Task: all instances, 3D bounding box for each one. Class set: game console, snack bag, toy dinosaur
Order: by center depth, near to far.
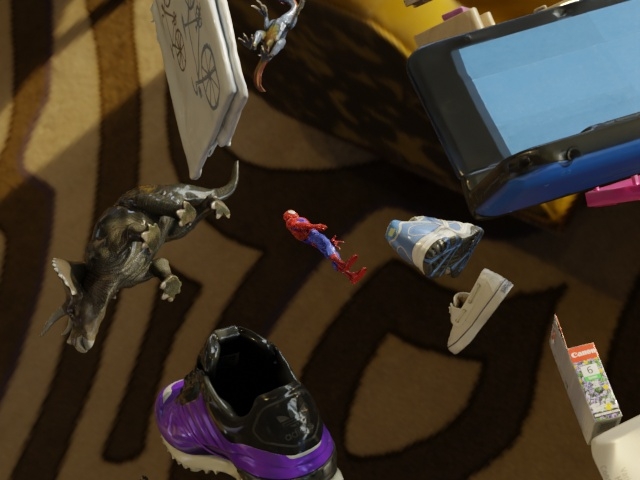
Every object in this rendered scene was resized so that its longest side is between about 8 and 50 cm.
[{"bbox_3d":[0.235,-0.139,0.935,0.293,0.250,0.173,-17,83,-5],"label":"game console"},{"bbox_3d":[-0.047,-0.205,1.188,0.047,0.090,0.082,27,40,11],"label":"toy dinosaur"},{"bbox_3d":[-0.214,-0.014,1.461,0.160,0.121,0.313,8,55,36],"label":"toy dinosaur"},{"bbox_3d":[-0.179,-0.278,1.754,0.037,0.342,0.323,-9,73,-18],"label":"snack bag"}]

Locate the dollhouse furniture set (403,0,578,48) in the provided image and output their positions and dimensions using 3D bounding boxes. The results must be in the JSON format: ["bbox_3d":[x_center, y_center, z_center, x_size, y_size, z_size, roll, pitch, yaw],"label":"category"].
[{"bbox_3d":[0.188,-0.349,1.319,0.198,0.286,0.303,-22,88,21],"label":"dollhouse furniture set"}]

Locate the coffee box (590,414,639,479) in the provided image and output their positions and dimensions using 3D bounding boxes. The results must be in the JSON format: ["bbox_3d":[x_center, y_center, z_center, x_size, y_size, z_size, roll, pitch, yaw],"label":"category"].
[{"bbox_3d":[0.440,0.250,0.866,0.334,0.338,0.338,-28,61,11],"label":"coffee box"}]

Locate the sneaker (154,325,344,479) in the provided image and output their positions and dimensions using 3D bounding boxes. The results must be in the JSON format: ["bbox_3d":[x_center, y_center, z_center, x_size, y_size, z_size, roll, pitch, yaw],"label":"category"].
[{"bbox_3d":[-0.077,0.141,1.107,0.102,0.146,0.293,-23,18,-26],"label":"sneaker"}]

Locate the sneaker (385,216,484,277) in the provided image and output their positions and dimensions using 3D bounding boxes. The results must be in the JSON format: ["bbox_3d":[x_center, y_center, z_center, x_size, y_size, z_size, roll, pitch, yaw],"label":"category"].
[{"bbox_3d":[0.152,0.000,1.594,0.081,0.211,0.080,31,98,21],"label":"sneaker"}]

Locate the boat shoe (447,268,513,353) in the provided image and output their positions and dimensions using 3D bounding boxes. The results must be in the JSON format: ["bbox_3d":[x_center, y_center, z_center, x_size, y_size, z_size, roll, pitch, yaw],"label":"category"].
[{"bbox_3d":[0.128,0.059,1.045,0.035,0.100,0.035,38,50,8],"label":"boat shoe"}]

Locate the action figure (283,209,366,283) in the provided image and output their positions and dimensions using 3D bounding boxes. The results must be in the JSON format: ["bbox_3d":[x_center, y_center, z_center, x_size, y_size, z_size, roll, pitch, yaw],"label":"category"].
[{"bbox_3d":[0.000,0.000,1.188,0.030,0.038,0.115,-50,50,-6],"label":"action figure"}]

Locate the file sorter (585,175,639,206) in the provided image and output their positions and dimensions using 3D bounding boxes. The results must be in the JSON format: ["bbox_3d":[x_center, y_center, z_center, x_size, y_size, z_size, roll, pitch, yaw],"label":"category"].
[{"bbox_3d":[0.461,-0.161,1.416,0.290,0.202,0.182,-8,98,59],"label":"file sorter"}]

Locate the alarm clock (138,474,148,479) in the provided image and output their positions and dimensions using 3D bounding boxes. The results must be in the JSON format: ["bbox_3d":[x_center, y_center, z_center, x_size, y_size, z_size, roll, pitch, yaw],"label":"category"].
[{"bbox_3d":[-0.240,0.298,1.130,0.192,0.129,0.064,-30,74,-38],"label":"alarm clock"}]

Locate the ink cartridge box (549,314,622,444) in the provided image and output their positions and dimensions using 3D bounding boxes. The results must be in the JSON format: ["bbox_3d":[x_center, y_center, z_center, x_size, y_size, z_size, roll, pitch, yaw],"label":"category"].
[{"bbox_3d":[0.252,0.130,1.164,0.029,0.063,0.115,-14,60,-3],"label":"ink cartridge box"}]
